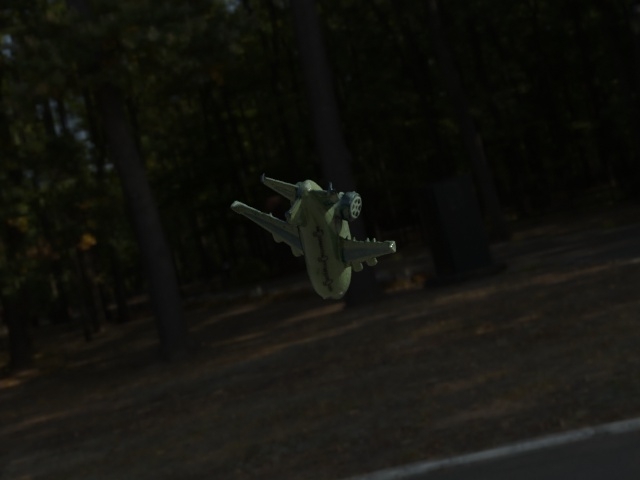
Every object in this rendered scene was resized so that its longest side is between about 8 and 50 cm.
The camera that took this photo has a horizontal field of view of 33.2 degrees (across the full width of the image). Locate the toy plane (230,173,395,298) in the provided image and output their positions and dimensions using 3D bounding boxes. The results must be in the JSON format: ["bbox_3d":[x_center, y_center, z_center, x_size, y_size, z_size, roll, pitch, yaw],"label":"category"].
[{"bbox_3d":[0.001,-0.002,0.481,0.080,0.033,0.083,13,-31,24],"label":"toy plane"}]
